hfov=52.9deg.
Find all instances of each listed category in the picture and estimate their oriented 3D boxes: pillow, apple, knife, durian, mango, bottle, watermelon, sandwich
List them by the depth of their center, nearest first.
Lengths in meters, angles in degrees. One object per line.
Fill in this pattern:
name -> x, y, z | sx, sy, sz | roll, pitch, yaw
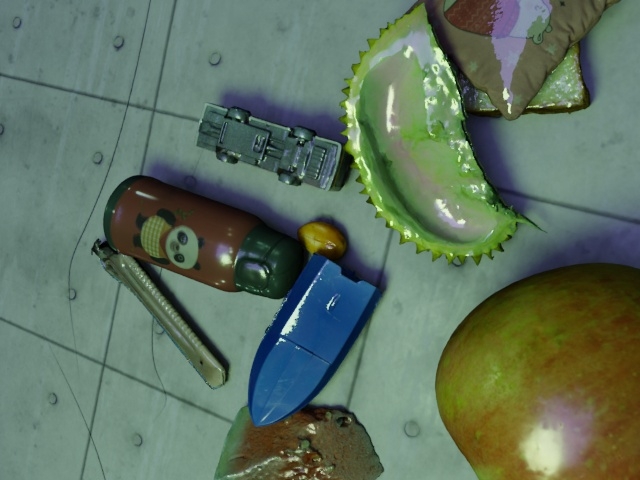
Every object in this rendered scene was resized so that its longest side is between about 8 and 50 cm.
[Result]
apple -> 0.308, 0.193, 0.743 | 0.340, 0.339, 0.339 | 1, 92, 24
pillow -> 0.240, -0.307, 0.819 | 0.223, 0.084, 0.236 | 43, 107, 18
durian -> 0.141, -0.120, 0.869 | 0.169, 0.158, 0.352 | -11, 111, 52
sandwich -> 0.279, -0.279, 0.884 | 0.186, 0.065, 0.214 | -1, 91, 25
mango -> 0.000, 0.000, 1.027 | 0.089, 0.046, 0.060 | 20, 100, 25
watermelon -> -0.035, 0.359, 1.027 | 0.257, 0.140, 0.193 | -14, 94, 16
bottle -> -0.185, -0.002, 1.062 | 0.336, 0.144, 0.144 | 17, 98, 21
knife -> -0.289, 0.125, 1.167 | 0.365, 0.043, 0.089 | 45, 141, 14

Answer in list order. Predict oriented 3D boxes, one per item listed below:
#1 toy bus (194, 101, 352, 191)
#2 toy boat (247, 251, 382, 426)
toy bus -> -0.074, -0.148, 1.025 | 0.268, 0.106, 0.092 | 20, 100, 25
toy boat -> -0.029, 0.168, 1.004 | 0.129, 0.088, 0.295 | 30, 97, -4
